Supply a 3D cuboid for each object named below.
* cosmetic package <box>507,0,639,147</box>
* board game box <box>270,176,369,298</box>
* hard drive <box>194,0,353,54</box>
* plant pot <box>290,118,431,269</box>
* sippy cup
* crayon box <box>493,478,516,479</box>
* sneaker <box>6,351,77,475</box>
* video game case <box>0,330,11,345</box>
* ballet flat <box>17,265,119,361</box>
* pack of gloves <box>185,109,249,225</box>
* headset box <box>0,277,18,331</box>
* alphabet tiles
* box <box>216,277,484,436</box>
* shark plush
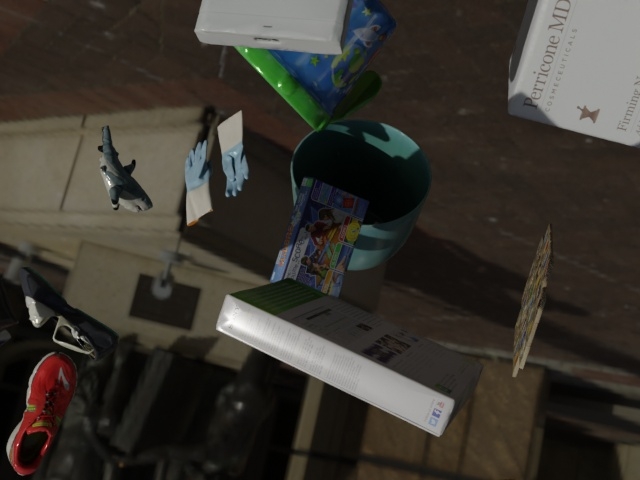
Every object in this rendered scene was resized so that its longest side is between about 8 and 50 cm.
[{"bbox_3d":[0.608,-0.404,1.860,0.393,0.327,0.330,15,122,4],"label":"cosmetic package"},{"bbox_3d":[0.000,0.000,1.709,0.136,0.201,0.035,21,176,-34],"label":"board game box"},{"bbox_3d":[-0.041,-0.407,1.287,0.202,0.308,0.040,8,163,12],"label":"hard drive"},{"bbox_3d":[0.076,-0.073,2.008,0.292,0.293,0.235,12,142,4],"label":"plant pot"},{"bbox_3d":[-0.005,-0.339,1.557,0.240,0.224,0.305,46,-174,6],"label":"sippy cup"},{"bbox_3d":[0.260,0.505,1.607,0.278,0.081,0.165,3,-150,-29],"label":"crayon box"},{"bbox_3d":[-0.604,0.386,2.058,0.107,0.279,0.118,19,179,-23],"label":"sneaker"},{"bbox_3d":[-0.670,0.229,1.657,0.023,0.201,0.183,54,-176,5],"label":"video game case"},{"bbox_3d":[-0.421,0.125,1.507,0.203,0.074,0.074,38,163,-5],"label":"ballet flat"},{"bbox_3d":[-0.233,-0.163,2.180,0.195,0.232,0.046,-29,140,27],"label":"pack of gloves"},{"bbox_3d":[-0.552,0.117,1.183,0.293,0.110,0.218,-26,175,17],"label":"headset box"},{"bbox_3d":[0.472,0.129,2.072,0.011,0.285,0.342,15,-155,6],"label":"alphabet tiles"},{"bbox_3d":[0.047,0.145,1.259,0.321,0.059,0.232,25,-169,16],"label":"box"},{"bbox_3d":[-0.355,-0.122,1.657,0.067,0.161,0.073,-20,165,-12],"label":"shark plush"}]
